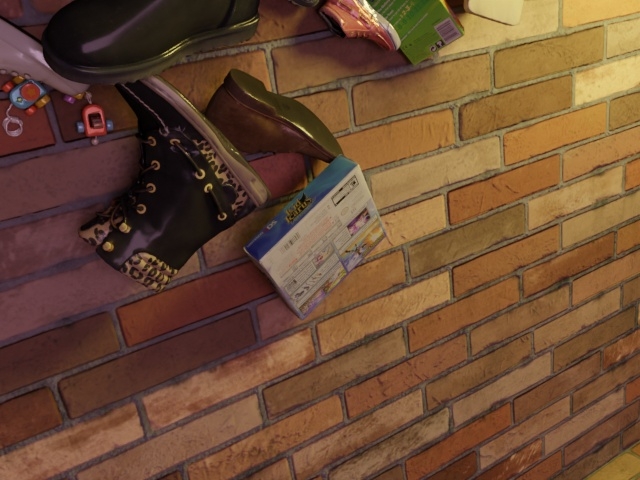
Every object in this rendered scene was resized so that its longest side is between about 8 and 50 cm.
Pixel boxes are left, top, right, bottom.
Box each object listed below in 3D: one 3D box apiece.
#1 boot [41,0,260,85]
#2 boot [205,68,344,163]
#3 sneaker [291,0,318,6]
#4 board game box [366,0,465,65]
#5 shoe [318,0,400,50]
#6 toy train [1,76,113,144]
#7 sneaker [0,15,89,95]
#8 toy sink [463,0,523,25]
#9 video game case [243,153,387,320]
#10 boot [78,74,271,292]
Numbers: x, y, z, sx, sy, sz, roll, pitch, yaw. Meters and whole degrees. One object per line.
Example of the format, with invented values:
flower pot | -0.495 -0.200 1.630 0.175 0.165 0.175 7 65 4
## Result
boot | -0.186 -0.441 0.775 0.367 0.146 0.445 -36 163 -38
boot | -0.082 -0.208 1.179 0.305 0.112 0.115 23 123 -39
sneaker | -0.053 -0.488 1.102 0.065 0.076 0.166 -51 123 -7
board game box | 0.165 -0.474 1.219 0.259 0.124 0.039 39 40 -35
shoe | 0.077 -0.418 1.213 0.178 0.063 0.081 39 85 -28
toy train | -0.417 -0.212 0.986 0.166 0.046 0.125 -7 108 -30
sneaker | -0.489 -0.271 0.893 0.290 0.106 0.123 29 94 -19
toy sink | 0.334 -0.573 1.277 0.153 0.131 0.234 2 101 -31
video game case | 0.000 0.000 1.248 0.269 0.061 0.244 -44 142 -12
boot | -0.290 -0.101 1.027 0.284 0.138 0.377 -46 131 -2
